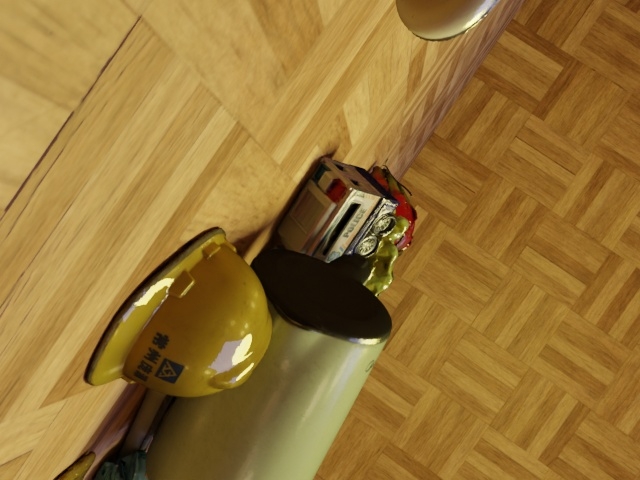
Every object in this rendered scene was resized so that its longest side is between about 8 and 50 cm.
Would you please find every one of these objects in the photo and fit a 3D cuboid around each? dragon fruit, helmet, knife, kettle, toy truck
[{"bbox_3d":[0.148,-0.074,1.870,0.234,0.233,0.293,-24,118,-79],"label":"dragon fruit"},{"bbox_3d":[-0.133,0.109,0.816,0.205,0.140,0.257,-58,176,24],"label":"helmet"},{"bbox_3d":[-0.276,0.293,1.133,0.265,0.040,0.073,-59,176,34],"label":"knife"},{"bbox_3d":[-0.053,0.211,1.081,0.377,0.250,0.361,-62,165,19],"label":"kettle"},{"bbox_3d":[0.000,0.000,1.211,0.155,0.124,0.268,12,118,-48],"label":"toy truck"}]

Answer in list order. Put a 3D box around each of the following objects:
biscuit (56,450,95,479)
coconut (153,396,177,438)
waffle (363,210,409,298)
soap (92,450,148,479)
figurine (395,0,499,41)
[{"bbox_3d":[-0.340,0.329,0.935,0.081,0.018,0.083,-58,174,17],"label":"biscuit"},{"bbox_3d":[-0.200,0.381,1.348,0.259,0.259,0.259,-54,174,-8],"label":"coconut"},{"bbox_3d":[0.029,0.040,1.353,0.073,0.297,0.317,24,94,-39],"label":"waffle"},{"bbox_3d":[-0.241,0.436,1.168,0.156,0.293,0.077,-57,-148,28],"label":"soap"},{"bbox_3d":[0.102,-0.318,0.601,0.141,0.166,0.250,17,82,-47],"label":"figurine"}]
